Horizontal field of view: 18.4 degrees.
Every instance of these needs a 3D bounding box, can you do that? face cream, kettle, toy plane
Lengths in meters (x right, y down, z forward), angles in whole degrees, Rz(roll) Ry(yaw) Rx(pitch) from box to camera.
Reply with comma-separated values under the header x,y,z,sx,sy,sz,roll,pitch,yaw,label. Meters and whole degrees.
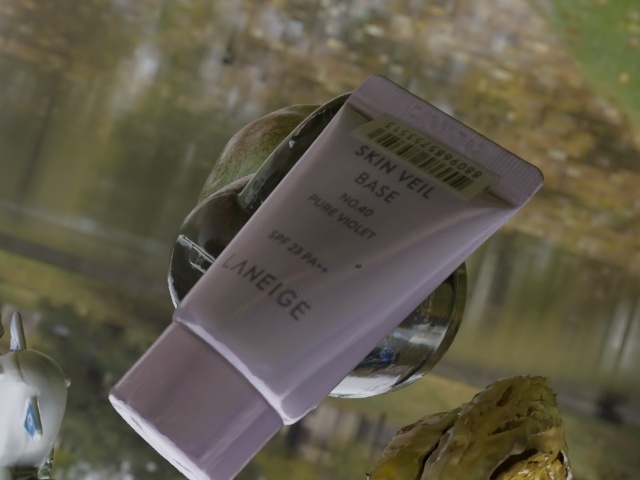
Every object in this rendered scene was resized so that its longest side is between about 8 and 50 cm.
x,y,z,sx,sy,sz,roll,pitch,yaw,label
-0.004,0.025,1.197,0.154,0.274,0.096,33,165,38,face cream
0.000,0.000,1.875,0.228,0.321,0.324,35,-169,24,kettle
-0.319,0.176,1.956,0.123,0.267,0.267,-5,-176,-20,toy plane

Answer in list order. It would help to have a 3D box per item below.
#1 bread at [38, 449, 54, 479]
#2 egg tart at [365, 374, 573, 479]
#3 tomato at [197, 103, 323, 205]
x,y,z,sx,sy,sz,roll,pitch,yaw,label
-0.344,0.240,2.164,0.083,0.157,0.094,-1,-145,-36,bread
0.073,0.206,1.261,0.107,0.291,0.291,20,178,23,egg tart
0.004,-0.034,2.394,0.303,0.239,0.303,30,-165,-9,tomato
